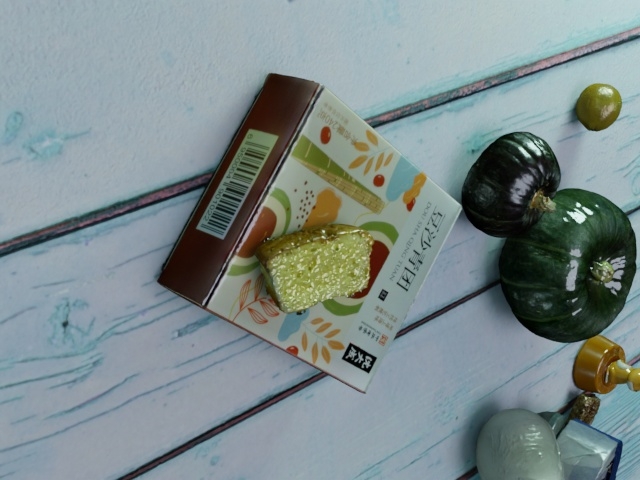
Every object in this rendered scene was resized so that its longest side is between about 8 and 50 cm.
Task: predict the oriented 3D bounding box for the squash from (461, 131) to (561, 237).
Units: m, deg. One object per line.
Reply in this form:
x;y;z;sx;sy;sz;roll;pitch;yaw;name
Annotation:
0.339;-0.097;1.649;0.193;0.156;0.193;-14;130;-17;squash

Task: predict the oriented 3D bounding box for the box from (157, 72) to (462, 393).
0.000;0.000;1.397;0.385;0.122;0.345;34;80;-42;box

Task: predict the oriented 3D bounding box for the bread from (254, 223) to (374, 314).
-0.011;0.035;1.272;0.187;0.065;0.103;-20;118;-37;bread

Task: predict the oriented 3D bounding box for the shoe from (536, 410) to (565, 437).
0.462;0.408;1.971;0.079;0.078;0.195;-51;155;-19;shoe

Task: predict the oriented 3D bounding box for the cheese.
0.388;0.430;1.837;0.154;0.198;0.189;2;64;-9;cheese

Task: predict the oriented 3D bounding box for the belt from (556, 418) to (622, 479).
0.533;0.551;1.982;0.212;0.117;0.347;-26;131;-47;belt

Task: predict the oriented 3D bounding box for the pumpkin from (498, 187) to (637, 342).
0.481;0.046;1.781;0.300;0.207;0.300;-5;98;-38;pumpkin

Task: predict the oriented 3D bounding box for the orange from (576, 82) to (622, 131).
0.543;-0.259;1.822;0.085;0.085;0.095;14;92;-43;orange

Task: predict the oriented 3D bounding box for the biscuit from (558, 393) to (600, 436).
0.563;0.434;2.078;0.064;0.034;0.199;13;103;-41;biscuit

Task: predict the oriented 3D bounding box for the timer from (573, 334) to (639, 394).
0.658;0.292;2.053;0.132;0.152;0.132;-14;113;-38;timer
